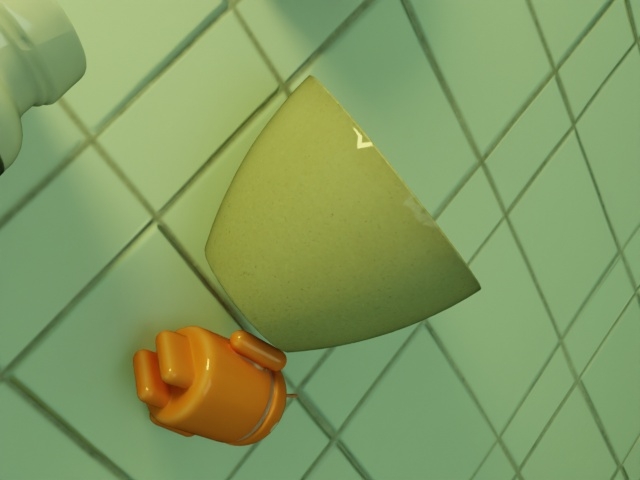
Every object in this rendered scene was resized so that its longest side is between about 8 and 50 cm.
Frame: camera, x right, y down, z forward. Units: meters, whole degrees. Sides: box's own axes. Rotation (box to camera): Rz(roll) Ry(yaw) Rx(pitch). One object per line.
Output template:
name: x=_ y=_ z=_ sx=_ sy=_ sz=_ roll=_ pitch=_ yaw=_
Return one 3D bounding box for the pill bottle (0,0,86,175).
pill bottle: x=-0.387 y=-0.091 z=0.677 sx=0.363 sy=0.210 sz=0.210 roll=-49 pitch=128 yaw=-22

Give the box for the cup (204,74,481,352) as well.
cup: x=0.000 y=0.000 z=1.010 sx=0.237 sy=0.331 sz=0.331 roll=-38 pitch=128 yaw=3

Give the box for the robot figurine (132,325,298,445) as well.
robot figurine: x=-0.129 y=0.185 z=1.035 sx=0.219 sy=0.128 sz=0.158 roll=32 pitch=80 yaw=-42
